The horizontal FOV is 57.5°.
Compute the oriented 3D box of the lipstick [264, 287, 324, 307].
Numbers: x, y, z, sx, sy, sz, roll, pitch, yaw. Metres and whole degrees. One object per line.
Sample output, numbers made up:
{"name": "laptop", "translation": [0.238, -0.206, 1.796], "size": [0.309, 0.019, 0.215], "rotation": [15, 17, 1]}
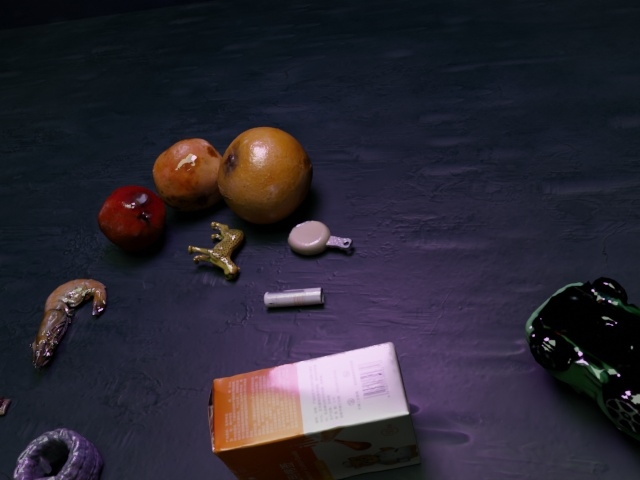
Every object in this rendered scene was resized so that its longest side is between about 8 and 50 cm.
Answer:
{"name": "lipstick", "translation": [-0.063, 0.136, 1.385], "size": [0.141, 0.040, 0.040], "rotation": [-6, 46, 13]}

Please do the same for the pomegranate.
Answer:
{"name": "pomegranate", "translation": [-0.371, -0.193, 1.668], "size": [0.215, 0.215, 0.215], "rotation": [-9, 46, 9]}

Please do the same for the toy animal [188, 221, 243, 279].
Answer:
{"name": "toy animal", "translation": [-0.250, 0.017, 1.544], "size": [0.136, 0.073, 0.181], "rotation": [13, 40, 17]}

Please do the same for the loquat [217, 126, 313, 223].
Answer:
{"name": "loquat", "translation": [-0.153, -0.173, 1.558], "size": [0.263, 0.263, 0.263], "rotation": [-9, 46, 9]}

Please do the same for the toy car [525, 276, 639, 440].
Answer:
{"name": "toy car", "translation": [0.547, 0.229, 1.028], "size": [0.213, 0.176, 0.358], "rotation": [-37, 45, -19]}

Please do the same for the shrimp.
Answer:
{"name": "shrimp", "translation": [-0.639, 0.204, 1.489], "size": [0.169, 0.058, 0.296], "rotation": [-11, 42, 3]}

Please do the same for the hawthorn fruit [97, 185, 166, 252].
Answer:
{"name": "hawthorn fruit", "translation": [-0.501, -0.063, 1.590], "size": [0.185, 0.185, 0.202], "rotation": [-48, 24, -27]}

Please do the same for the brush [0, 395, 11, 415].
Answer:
{"name": "brush", "translation": [-0.856, 0.398, 1.382], "size": [0.248, 0.036, 0.043], "rotation": [-7, 42, 11]}

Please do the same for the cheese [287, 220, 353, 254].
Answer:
{"name": "cheese", "translation": [0.000, -0.006, 1.494], "size": [0.171, 0.047, 0.092], "rotation": [-6, 49, 12]}

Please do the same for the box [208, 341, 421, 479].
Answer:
{"name": "box", "translation": [-0.007, 0.330, 1.055], "size": [0.341, 0.225, 0.143], "rotation": [-12, 47, 5]}

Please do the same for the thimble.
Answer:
{"name": "thimble", "translation": [-0.530, 0.463, 1.178], "size": [0.150, 0.098, 0.150], "rotation": [-9, 45, 9]}
